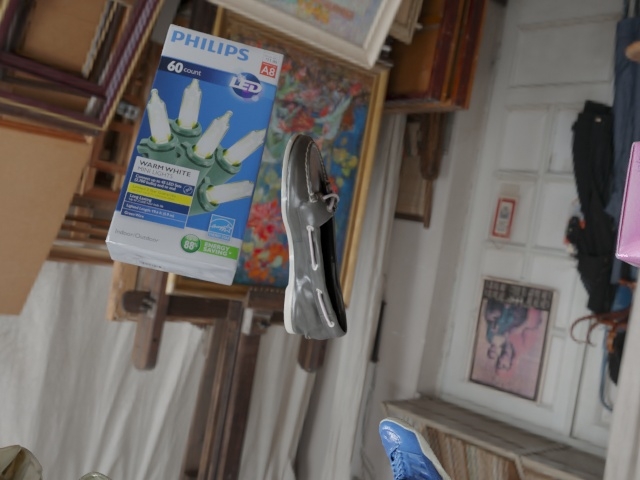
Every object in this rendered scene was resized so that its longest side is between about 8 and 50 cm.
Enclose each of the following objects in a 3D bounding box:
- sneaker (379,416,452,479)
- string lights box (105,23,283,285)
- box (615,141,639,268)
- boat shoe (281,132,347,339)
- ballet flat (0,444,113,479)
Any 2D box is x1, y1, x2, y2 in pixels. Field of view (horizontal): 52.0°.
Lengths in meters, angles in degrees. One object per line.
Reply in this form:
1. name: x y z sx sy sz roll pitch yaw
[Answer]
1. sneaker: 0.107 0.300 0.842 0.085 0.058 0.152 -14 -128 -36
2. string lights box: -0.133 -0.094 0.722 0.134 0.259 0.077 13 161 -8
3. box: 0.439 -0.010 0.593 0.214 0.117 0.243 16 172 -42
4. boat shoe: 0.000 0.000 1.027 0.096 0.334 0.112 7 -159 17
5. ballet flat: -0.134 0.136 0.302 0.203 0.074 0.074 11 -179 14
